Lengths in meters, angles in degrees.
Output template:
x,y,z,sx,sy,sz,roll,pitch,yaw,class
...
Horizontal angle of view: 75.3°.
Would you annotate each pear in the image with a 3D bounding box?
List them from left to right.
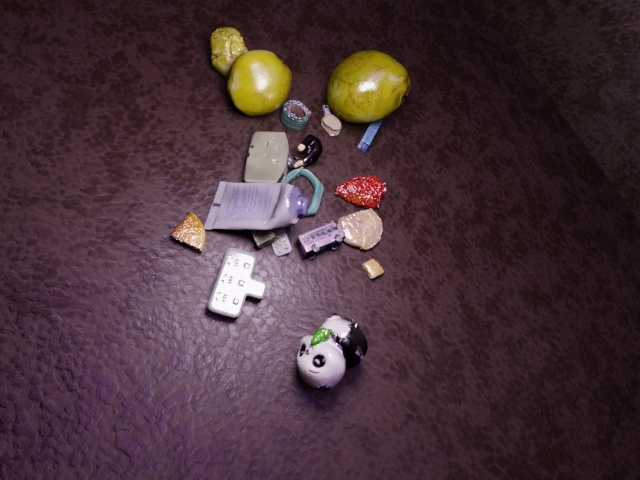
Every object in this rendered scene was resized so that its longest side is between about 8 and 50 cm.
x,y,z,sx,sy,sz,roll,pitch,yaw,class
-0.268,-0.700,1.846,0.294,0.294,0.295,7,65,-16,pear
0.213,-0.722,1.960,0.413,0.352,0.352,-1,60,26,pear

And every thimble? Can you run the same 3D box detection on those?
x,y,z,sx,sy,sz,roll,pitch,yaw,class
-0.121,-0.592,1.962,0.135,0.090,0.119,31,64,-6,thimble

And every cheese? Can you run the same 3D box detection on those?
x,y,z,sx,sy,sz,roll,pitch,yaw,class
0.040,-0.593,2.040,0.092,0.047,0.171,-27,79,-29,cheese

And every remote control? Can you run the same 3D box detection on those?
x,y,z,sx,sy,sz,roll,pitch,yaw,class
-0.187,-0.048,1.730,0.073,0.044,0.229,-21,80,-1,remote control

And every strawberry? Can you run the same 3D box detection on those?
x,y,z,sx,sy,sz,roll,pitch,yaw,class
0.191,-0.247,1.911,0.228,0.098,0.175,18,62,-12,strawberry

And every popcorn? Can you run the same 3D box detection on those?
x,y,z,sx,sy,sz,roll,pitch,yaw,class
-0.424,-0.873,1.926,0.183,0.204,0.221,-20,88,-26,popcorn

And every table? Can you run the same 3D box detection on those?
x,y,z,sx,sy,sz,roll,pitch,yaw,class
-0.224,-0.024,1.676,0.083,0.062,0.079,-28,78,4,table

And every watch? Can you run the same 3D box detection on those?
x,y,z,sx,sy,sz,roll,pitch,yaw,class
-0.088,-0.209,1.824,0.195,0.068,0.237,19,67,-7,watch

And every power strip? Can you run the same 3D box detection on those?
x,y,z,sx,sy,sz,roll,pitch,yaw,class
-0.304,0.172,1.585,0.193,0.059,0.265,18,62,-10,power strip

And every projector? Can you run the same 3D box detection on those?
x,y,z,sx,sy,sz,roll,pitch,yaw,class
-0.216,-0.345,1.797,0.193,0.088,0.270,3,64,7,projector

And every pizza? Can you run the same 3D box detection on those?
x,y,z,sx,sy,sz,roll,pitch,yaw,class
-0.512,-0.026,1.611,0.130,0.041,0.178,-25,77,-29,pizza

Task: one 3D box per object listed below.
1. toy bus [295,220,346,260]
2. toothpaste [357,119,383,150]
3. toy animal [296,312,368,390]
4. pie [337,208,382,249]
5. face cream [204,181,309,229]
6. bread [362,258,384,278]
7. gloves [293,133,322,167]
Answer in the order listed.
x,y,z,sx,sy,sz,roll,pitch,yaw,class
0.000,0.000,1.743,0.198,0.096,0.108,-23,72,-23,toy bus
0.266,-0.568,2.096,0.053,0.066,0.272,30,61,-4,toothpaste
0.031,0.405,1.514,0.266,0.212,0.213,-31,80,-34,toy animal
0.184,-0.048,1.849,0.218,0.052,0.185,-16,72,-26,pie
-0.248,-0.141,1.638,0.419,0.137,0.235,3,63,17,face cream
0.226,0.123,1.799,0.070,0.035,0.083,-28,72,-27,bread
-0.062,-0.380,1.868,0.106,0.129,0.181,31,62,-7,gloves
